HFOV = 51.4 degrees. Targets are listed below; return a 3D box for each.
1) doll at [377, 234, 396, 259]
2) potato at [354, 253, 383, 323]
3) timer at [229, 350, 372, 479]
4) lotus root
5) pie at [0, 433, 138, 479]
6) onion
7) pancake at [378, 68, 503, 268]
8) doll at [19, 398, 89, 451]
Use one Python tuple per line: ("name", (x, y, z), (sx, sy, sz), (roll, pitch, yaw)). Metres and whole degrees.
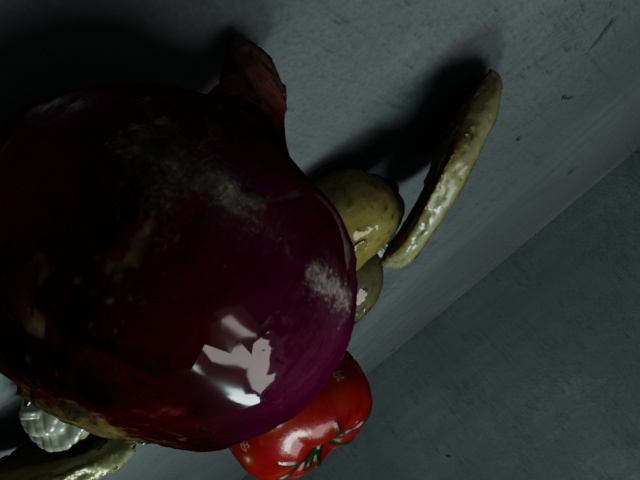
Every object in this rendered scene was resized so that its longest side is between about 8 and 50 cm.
("doll", (0.124, 0.015, 1.372), (0.104, 0.062, 0.195), (-35, 167, -1))
("potato", (0.020, 0.099, 1.255), (0.165, 0.165, 0.262), (-23, 162, -33))
("timer", (-0.061, 0.411, 1.643), (0.378, 0.279, 0.378), (-30, 158, -14))
("lotus root", (0.000, 0.000, 1.004), (0.284, 0.146, 0.160), (-44, 145, -3))
("pie", (-0.410, 0.348, 1.074), (0.274, 0.055, 0.274), (-16, -176, 1))
("onion", (-0.116, -0.023, 0.574), (0.348, 0.347, 0.385), (88, 22, -67))
("pancake", (0.199, -0.107, 1.057), (0.356, 0.065, 0.356), (-63, 175, -10))
("doll", (-0.343, 0.248, 1.028), (0.293, 0.138, 0.119), (11, 85, -67))
